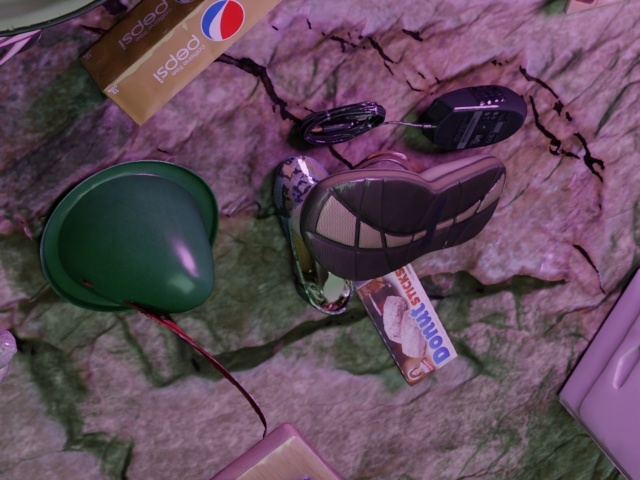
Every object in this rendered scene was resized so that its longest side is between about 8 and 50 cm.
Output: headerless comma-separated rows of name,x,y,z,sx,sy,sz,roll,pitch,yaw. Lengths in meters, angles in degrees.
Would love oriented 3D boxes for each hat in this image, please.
hat,-0.132,0.048,1.650,0.208,0.183,0.173,12,117,-37

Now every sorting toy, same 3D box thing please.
sorting toy,-0.062,0.369,2.015,0.255,0.089,0.257,-38,135,1

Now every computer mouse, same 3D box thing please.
computer mouse,0.091,-0.123,1.759,0.242,0.041,0.071,-3,147,-23

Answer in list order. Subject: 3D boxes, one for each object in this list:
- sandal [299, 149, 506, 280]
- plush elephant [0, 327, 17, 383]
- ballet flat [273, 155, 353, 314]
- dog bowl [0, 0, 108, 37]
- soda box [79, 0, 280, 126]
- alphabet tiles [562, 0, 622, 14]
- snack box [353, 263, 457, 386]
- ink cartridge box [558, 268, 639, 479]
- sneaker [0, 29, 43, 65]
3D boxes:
sandal,0.072,-0.037,1.761,0.303,0.086,0.120,-10,132,-53
plush elephant,-0.372,0.090,1.483,0.330,0.272,0.255,30,135,-18
ballet flat,0.000,0.000,1.776,0.070,0.070,0.188,-26,133,-11
dog bowl,-0.232,-0.346,1.189,0.408,0.150,0.408,1,107,5
soda box,-0.117,-0.187,1.558,0.181,0.061,0.058,-42,135,5
alphabet tiles,0.312,-0.319,1.706,0.198,0.009,0.237,-17,142,-33
snack box,0.090,0.084,1.926,0.064,0.022,0.178,-34,135,-5
ink cartridge box,0.465,0.182,2.105,0.270,0.197,0.198,12,117,-36
sneaker,-0.245,-0.201,1.481,0.178,0.072,0.077,-38,158,-1
